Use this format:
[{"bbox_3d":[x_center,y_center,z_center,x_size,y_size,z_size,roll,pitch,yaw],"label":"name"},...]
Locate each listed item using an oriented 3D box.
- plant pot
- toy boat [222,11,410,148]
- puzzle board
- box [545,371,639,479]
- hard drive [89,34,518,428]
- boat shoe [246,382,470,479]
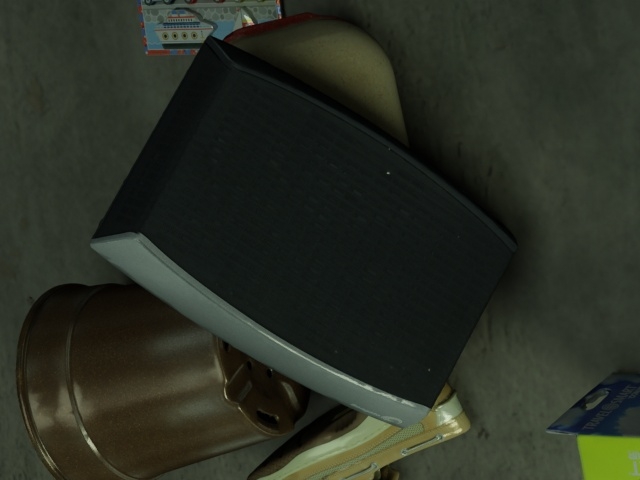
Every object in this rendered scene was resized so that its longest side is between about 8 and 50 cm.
[{"bbox_3d":[-0.107,0.097,1.401,0.165,0.167,0.167,-14,97,29],"label":"plant pot"},{"bbox_3d":[-0.025,-0.038,1.326,0.151,0.151,0.231,10,114,64],"label":"toy boat"},{"bbox_3d":[-0.083,-0.181,1.378,0.128,0.011,0.096,3,107,34],"label":"puzzle board"},{"bbox_3d":[0.244,0.120,1.194,0.178,0.109,0.042,-1,106,35],"label":"box"},{"bbox_3d":[0.000,0.000,1.225,0.172,0.255,0.054,-61,22,-7],"label":"hard drive"},{"bbox_3d":[0.027,0.157,1.385,0.190,0.068,0.072,-33,97,37],"label":"boat shoe"}]
